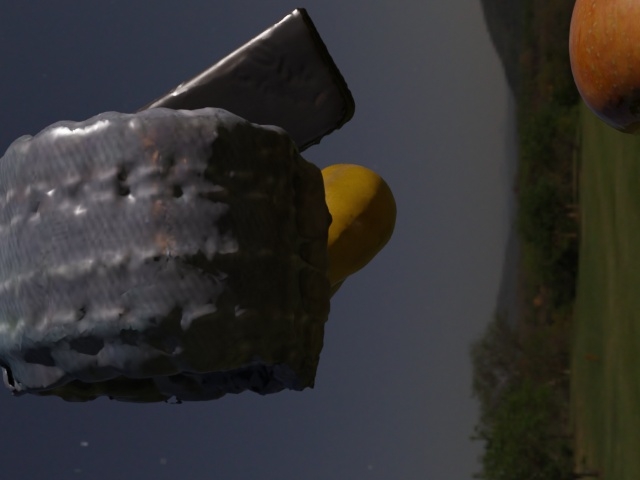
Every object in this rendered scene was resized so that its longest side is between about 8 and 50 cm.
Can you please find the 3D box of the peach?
[{"bbox_3d":[0.000,0.000,0.924,0.103,0.179,0.179,44,-157,-3],"label":"peach"}]

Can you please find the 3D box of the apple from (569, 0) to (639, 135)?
[{"bbox_3d":[0.309,-0.183,0.733,0.210,0.235,0.173,-8,-96,-44],"label":"apple"}]

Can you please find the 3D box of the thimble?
[{"bbox_3d":[-0.108,0.023,0.615,0.205,0.236,0.172,20,-117,-63],"label":"thimble"}]

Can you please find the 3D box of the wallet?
[{"bbox_3d":[-0.113,-0.163,1.212,0.165,0.309,0.042,64,-160,1],"label":"wallet"}]
